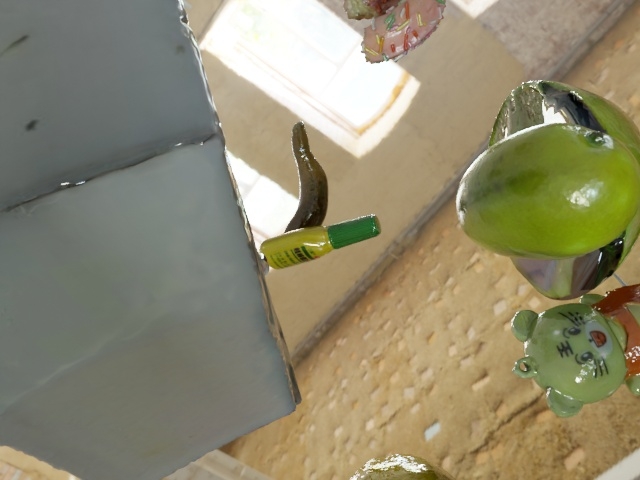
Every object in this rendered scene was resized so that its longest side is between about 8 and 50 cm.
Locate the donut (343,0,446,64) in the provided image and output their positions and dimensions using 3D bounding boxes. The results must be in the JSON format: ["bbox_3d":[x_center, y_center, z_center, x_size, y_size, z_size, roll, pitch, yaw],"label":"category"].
[{"bbox_3d":[0.147,-0.467,1.207,0.199,0.085,0.233,-26,-128,13],"label":"donut"}]

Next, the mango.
[{"bbox_3d":[0.285,-0.058,0.814,0.273,0.185,0.149,-12,-134,55],"label":"mango"}]

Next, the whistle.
[{"bbox_3d":[0.359,0.116,0.717,0.106,0.288,0.131,87,-13,-59],"label":"whistle"}]

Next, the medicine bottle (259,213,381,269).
[{"bbox_3d":[0.000,0.000,1.272,0.260,0.095,0.064,-17,-126,21],"label":"medicine bottle"}]

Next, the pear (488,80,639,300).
[{"bbox_3d":[0.467,-0.104,1.109,0.165,0.399,0.399,-13,180,-10],"label":"pear"}]

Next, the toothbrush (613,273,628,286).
[{"bbox_3d":[0.778,0.150,1.478,0.024,0.021,0.288,-55,-141,21],"label":"toothbrush"}]

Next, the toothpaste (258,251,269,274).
[{"bbox_3d":[-0.162,0.013,1.013,0.075,0.301,0.048,-24,-114,13],"label":"toothpaste"}]

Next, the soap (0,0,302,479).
[{"bbox_3d":[-0.169,-0.009,0.524,0.435,0.213,0.350,85,-13,-61],"label":"soap"}]

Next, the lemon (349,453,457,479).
[{"bbox_3d":[0.114,0.394,0.816,0.204,0.204,0.260,-56,178,2],"label":"lemon"}]

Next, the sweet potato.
[{"bbox_3d":[-0.033,-0.098,1.409,0.079,0.108,0.346,14,-83,63],"label":"sweet potato"}]
